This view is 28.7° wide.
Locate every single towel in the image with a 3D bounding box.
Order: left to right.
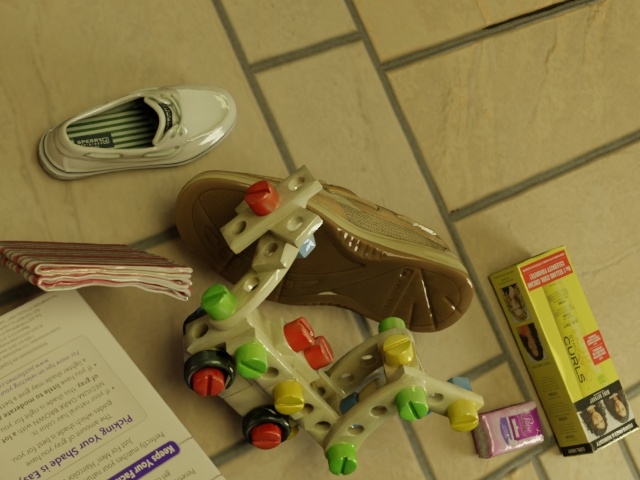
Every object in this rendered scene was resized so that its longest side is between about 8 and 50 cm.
[{"bbox_3d":[-0.215,0.025,1.134,0.144,0.197,0.029,3,95,-28],"label":"towel"}]

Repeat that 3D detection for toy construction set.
[{"bbox_3d":[-0.006,0.097,1.208,0.327,0.215,0.151,56,18,-25],"label":"toy construction set"}]

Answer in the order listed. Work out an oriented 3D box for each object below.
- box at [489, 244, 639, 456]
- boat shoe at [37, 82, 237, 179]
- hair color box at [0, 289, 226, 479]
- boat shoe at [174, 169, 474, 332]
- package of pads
[{"bbox_3d":[0.285,0.129,1.464,0.087,0.058,0.232,-19,85,-32],"label":"box"},{"bbox_3d":[-0.170,-0.112,1.262,0.226,0.076,0.083,-24,89,-33],"label":"boat shoe"},{"bbox_3d":[-0.198,0.219,1.065,0.185,0.110,0.339,-29,68,-35],"label":"hair color box"},{"bbox_3d":[0.000,0.000,1.319,0.341,0.121,0.110,22,29,-25],"label":"boat shoe"},{"bbox_3d":[0.210,0.213,1.411,0.083,0.032,0.050,-9,83,-32],"label":"package of pads"}]
